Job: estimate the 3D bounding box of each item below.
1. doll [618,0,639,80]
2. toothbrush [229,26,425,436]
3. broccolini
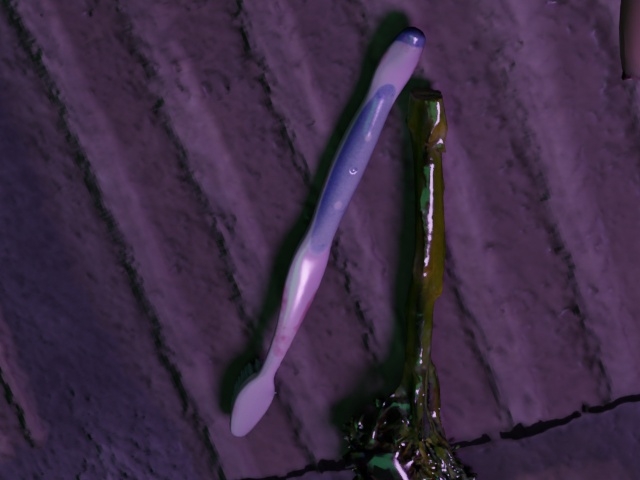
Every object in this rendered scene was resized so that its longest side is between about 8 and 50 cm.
[{"bbox_3d":[0.206,-0.210,0.761,0.284,0.216,0.268,2,108,24],"label":"doll"},{"bbox_3d":[0.000,0.000,1.017,0.021,0.027,0.269,9,122,-28],"label":"toothbrush"},{"bbox_3d":[0.052,0.039,1.025,0.057,0.071,0.254,26,120,52],"label":"broccolini"}]
